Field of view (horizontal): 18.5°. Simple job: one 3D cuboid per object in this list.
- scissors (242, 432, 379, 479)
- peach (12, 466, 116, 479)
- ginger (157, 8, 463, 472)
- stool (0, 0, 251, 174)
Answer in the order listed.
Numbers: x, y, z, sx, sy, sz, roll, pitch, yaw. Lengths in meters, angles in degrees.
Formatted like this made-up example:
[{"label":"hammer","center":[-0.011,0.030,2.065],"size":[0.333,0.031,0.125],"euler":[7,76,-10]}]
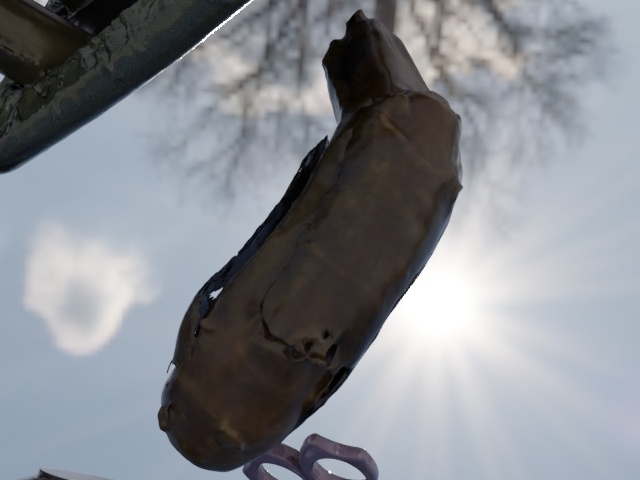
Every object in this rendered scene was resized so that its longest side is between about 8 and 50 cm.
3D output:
[{"label":"scissors","center":[0.030,0.206,1.404],"size":[0.110,0.212,0.021],"euler":[-10,-139,39]},{"label":"peach","center":[-0.268,0.391,2.016],"size":[0.335,0.310,0.406],"euler":[17,-176,15]},{"label":"ginger","center":[0.005,0.003,1.211],"size":[0.107,0.309,0.133],"euler":[41,160,-25]},{"label":"stool","center":[-0.166,-0.243,1.351],"size":[0.310,0.226,0.310],"euler":[-35,-159,21]}]
